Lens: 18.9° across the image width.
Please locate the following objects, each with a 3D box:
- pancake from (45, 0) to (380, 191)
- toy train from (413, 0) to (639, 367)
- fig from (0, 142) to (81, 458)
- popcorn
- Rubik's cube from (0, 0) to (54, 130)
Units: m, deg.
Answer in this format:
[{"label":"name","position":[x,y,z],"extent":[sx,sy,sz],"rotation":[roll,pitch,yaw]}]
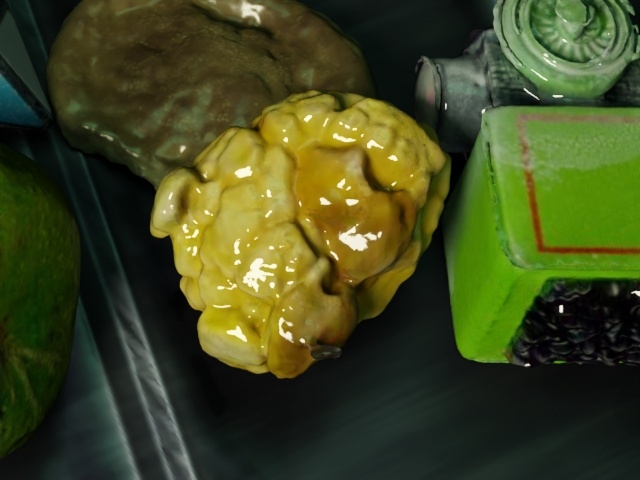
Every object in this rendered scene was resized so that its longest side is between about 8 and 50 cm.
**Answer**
[{"label":"pancake","position":[-0.075,-0.111,1.342],"extent":[0.222,0.042,0.236],"rotation":[-29,61,-22]},{"label":"toy train","position":[0.220,-0.045,1.274],"extent":[0.307,0.173,0.249],"rotation":[0,60,-11]},{"label":"fig","position":[-0.265,0.020,1.134],"extent":[0.235,0.203,0.203],"rotation":[15,49,28]},{"label":"popcorn","position":[-0.016,-0.008,1.217],"extent":[0.163,0.140,0.194],"rotation":[24,79,19]},{"label":"Rubik's cube","position":[-0.319,-0.196,1.255],"extent":[0.228,0.233,0.229],"rotation":[27,28,37]}]
